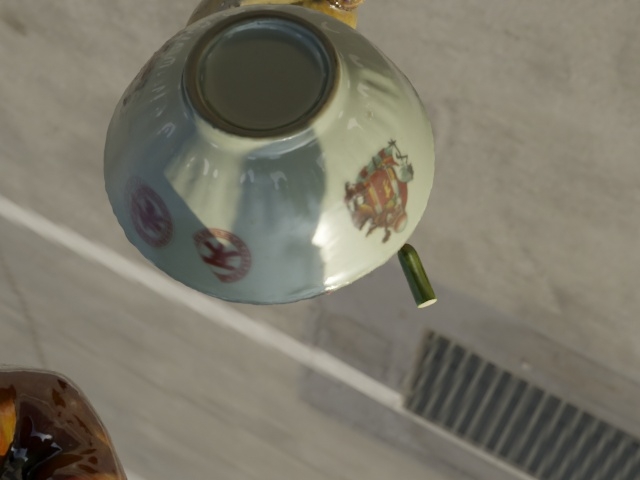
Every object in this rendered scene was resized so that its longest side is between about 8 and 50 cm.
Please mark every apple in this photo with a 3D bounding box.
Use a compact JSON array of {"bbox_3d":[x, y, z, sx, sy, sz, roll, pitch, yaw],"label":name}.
[{"bbox_3d":[-0.330,0.259,1.558,0.288,0.288,0.317,34,154,-7],"label":"apple"}]

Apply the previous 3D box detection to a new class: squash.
[{"bbox_3d":[0.118,0.042,1.977,0.027,0.027,0.083,112,139,-69],"label":"squash"}]

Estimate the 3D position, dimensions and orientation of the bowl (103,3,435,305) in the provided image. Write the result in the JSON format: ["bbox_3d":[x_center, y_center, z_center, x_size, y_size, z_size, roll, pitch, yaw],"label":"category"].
[{"bbox_3d":[-0.054,-0.121,1.528,0.337,0.337,0.157,26,156,14],"label":"bowl"}]

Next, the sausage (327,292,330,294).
[{"bbox_3d":[0.000,0.000,2.224,0.029,0.029,0.223,20,141,25],"label":"sausage"}]

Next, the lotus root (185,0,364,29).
[{"bbox_3d":[-0.048,-0.284,2.020,0.342,0.151,0.169,-27,92,46],"label":"lotus root"}]
